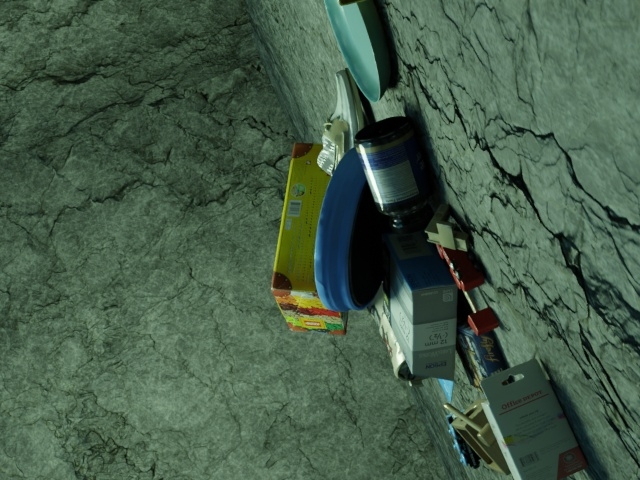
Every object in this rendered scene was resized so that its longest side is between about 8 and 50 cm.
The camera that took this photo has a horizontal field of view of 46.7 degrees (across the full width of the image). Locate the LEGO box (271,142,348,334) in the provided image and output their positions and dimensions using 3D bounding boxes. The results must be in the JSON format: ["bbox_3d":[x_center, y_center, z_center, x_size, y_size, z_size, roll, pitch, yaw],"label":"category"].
[{"bbox_3d":[0.000,0.000,2.334,0.372,0.193,0.500,74,-159,-65],"label":"LEGO box"}]

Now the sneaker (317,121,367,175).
[{"bbox_3d":[0.066,-0.282,2.039,0.105,0.115,0.281,38,158,-4],"label":"sneaker"}]

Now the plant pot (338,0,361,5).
[{"bbox_3d":[0.058,-0.462,1.252,0.081,0.082,0.083,72,-176,-55],"label":"plant pot"}]

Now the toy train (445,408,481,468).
[{"bbox_3d":[0.430,0.590,2.216,0.105,0.080,0.184,-97,-15,-81],"label":"toy train"}]

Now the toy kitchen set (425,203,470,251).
[{"bbox_3d":[0.249,-0.035,1.405,0.083,0.075,0.068,16,148,31],"label":"toy kitchen set"}]

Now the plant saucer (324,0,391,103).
[{"bbox_3d":[0.072,-0.433,1.490,0.317,0.044,0.317,157,90,-86],"label":"plant saucer"}]

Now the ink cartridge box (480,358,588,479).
[{"bbox_3d":[0.357,0.314,1.276,0.067,0.115,0.198,86,162,-80],"label":"ink cartridge box"}]

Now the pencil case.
[{"bbox_3d":[0.233,0.242,2.274,0.183,0.160,0.410,95,156,-47],"label":"pencil case"}]

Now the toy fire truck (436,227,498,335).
[{"bbox_3d":[0.283,0.076,1.450,0.135,0.047,0.192,70,176,-54],"label":"toy fire truck"}]

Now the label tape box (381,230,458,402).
[{"bbox_3d":[0.227,0.183,1.744,0.249,0.115,0.347,-111,16,-57],"label":"label tape box"}]

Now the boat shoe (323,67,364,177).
[{"bbox_3d":[0.059,-0.275,1.852,0.113,0.103,0.302,-87,-12,-72],"label":"boat shoe"}]

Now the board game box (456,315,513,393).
[{"bbox_3d":[0.349,0.258,1.626,0.243,0.042,0.165,168,80,-86],"label":"board game box"}]

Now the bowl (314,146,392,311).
[{"bbox_3d":[0.095,-0.021,1.732,0.391,0.077,0.391,10,-90,-69],"label":"bowl"}]

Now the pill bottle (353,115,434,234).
[{"bbox_3d":[0.155,-0.128,1.492,0.123,0.123,0.219,-121,9,-68],"label":"pill bottle"}]

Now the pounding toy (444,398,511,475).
[{"bbox_3d":[0.340,0.370,1.491,0.181,0.094,0.206,48,171,7],"label":"pounding toy"}]
